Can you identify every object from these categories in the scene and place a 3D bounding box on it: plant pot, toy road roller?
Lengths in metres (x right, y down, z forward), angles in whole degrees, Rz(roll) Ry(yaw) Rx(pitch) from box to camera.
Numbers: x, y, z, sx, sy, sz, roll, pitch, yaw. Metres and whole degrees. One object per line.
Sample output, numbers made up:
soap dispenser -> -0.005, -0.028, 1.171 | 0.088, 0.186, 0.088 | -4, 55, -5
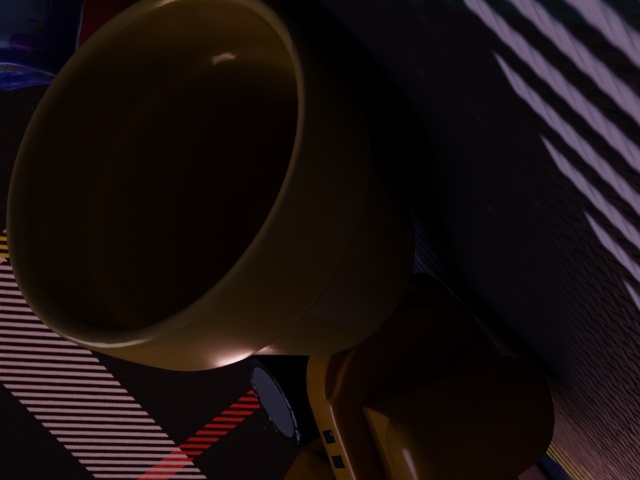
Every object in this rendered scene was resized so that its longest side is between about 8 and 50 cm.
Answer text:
plant pot -> -0.054, -0.020, 0.686 | 0.254, 0.254, 0.239 | 50, -169, 34
toy road roller -> 0.095, 0.200, 0.825 | 0.240, 0.202, 0.329 | 10, 122, 64

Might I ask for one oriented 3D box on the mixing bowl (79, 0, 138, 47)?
mixing bowl -> -0.169, -0.226, 0.799 | 0.181, 0.181, 0.098 | 49, 131, 41

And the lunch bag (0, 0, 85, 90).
lunch bag -> -0.282, -0.238, 0.728 | 0.293, 0.221, 0.138 | 6, 175, 31

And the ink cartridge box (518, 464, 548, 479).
ink cartridge box -> 0.205, 0.298, 1.290 | 0.207, 0.117, 0.283 | 53, 176, -6
